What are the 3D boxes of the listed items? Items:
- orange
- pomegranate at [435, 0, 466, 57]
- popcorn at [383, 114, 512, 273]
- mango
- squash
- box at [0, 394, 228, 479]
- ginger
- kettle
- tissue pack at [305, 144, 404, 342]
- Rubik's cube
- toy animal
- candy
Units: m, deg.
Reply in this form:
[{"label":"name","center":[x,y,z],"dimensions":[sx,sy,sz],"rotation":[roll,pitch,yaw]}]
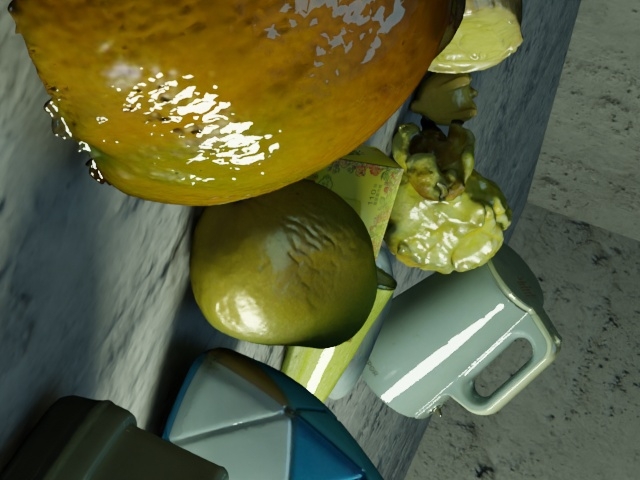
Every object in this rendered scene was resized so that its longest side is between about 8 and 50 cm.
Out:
[{"label":"orange","center":[-0.050,-0.151,0.689],"dimensions":[0.274,0.274,0.310],"rotation":[-64,-168,-25]},{"label":"pomegranate","center":[0.040,-0.201,0.960],"dimensions":[0.148,0.149,0.169],"rotation":[-53,161,-53]},{"label":"popcorn","center":[0.157,-0.049,1.631],"dimensions":[0.173,0.168,0.195],"rotation":[-61,166,-45]},{"label":"mango","center":[-0.020,0.019,1.053],"dimensions":[0.237,0.091,0.137],"rotation":[12,106,-59]},{"label":"squash","center":[0.004,0.122,1.452],"dimensions":[0.224,0.094,0.094],"rotation":[-68,169,19]},{"label":"box","center":[-0.140,0.214,0.851],"dimensions":[0.210,0.129,0.148],"rotation":[97,19,-49]},{"label":"ginger","center":[0.115,-0.275,1.198],"dimensions":[0.275,0.130,0.221],"rotation":[125,-46,-84]},{"label":"kettle","center":[0.189,0.134,1.748],"dimensions":[0.243,0.210,0.160],"rotation":[-39,154,28]},{"label":"tissue pack","center":[0.000,0.000,1.168],"dimensions":[0.062,0.095,0.176],"rotation":[45,-57,58]},{"label":"Rubik's cube","center":[-0.058,0.159,1.122],"dimensions":[0.254,0.255,0.254],"rotation":[20,90,-78]},{"label":"toy animal","center":[0.165,-0.203,1.700],"dimensions":[0.159,0.083,0.070],"rotation":[-69,146,-64]},{"label":"candy","center":[0.038,0.098,1.576],"dimensions":[0.138,0.071,0.174],"rotation":[76,35,-67]}]
